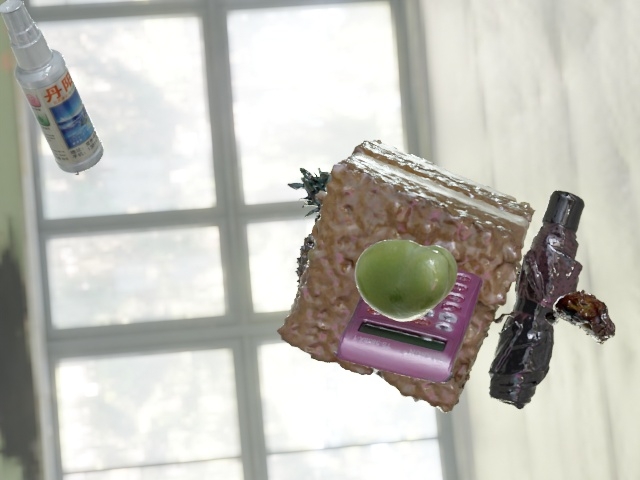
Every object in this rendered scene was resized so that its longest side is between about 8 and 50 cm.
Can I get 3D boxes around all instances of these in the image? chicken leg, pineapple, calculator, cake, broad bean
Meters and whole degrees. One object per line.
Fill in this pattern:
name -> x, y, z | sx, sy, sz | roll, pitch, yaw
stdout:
chicken leg -> 0.311, 0.090, 1.775 | 0.145, 0.037, 0.062 | 26, -41, 62
pineapple -> 0.001, -0.001, 2.207 | 0.103, 0.083, 0.221 | 12, -76, 52
calculator -> 0.100, 0.084, 1.595 | 0.190, 0.127, 0.034 | -62, 159, -52
cake -> 0.110, 0.033, 1.905 | 0.290, 0.282, 0.255 | -58, 171, -77
broad bean -> 0.063, 0.029, 1.096 | 0.045, 0.083, 0.063 | -28, 108, -52

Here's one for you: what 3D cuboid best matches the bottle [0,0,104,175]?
bottle -> -0.299, -0.169, 1.613 | 0.060, 0.060, 0.217 | -102, 174, -47

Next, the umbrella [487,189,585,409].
umbrella -> 0.318, 0.083, 2.128 | 0.090, 0.094, 0.326 | 171, -61, -79
